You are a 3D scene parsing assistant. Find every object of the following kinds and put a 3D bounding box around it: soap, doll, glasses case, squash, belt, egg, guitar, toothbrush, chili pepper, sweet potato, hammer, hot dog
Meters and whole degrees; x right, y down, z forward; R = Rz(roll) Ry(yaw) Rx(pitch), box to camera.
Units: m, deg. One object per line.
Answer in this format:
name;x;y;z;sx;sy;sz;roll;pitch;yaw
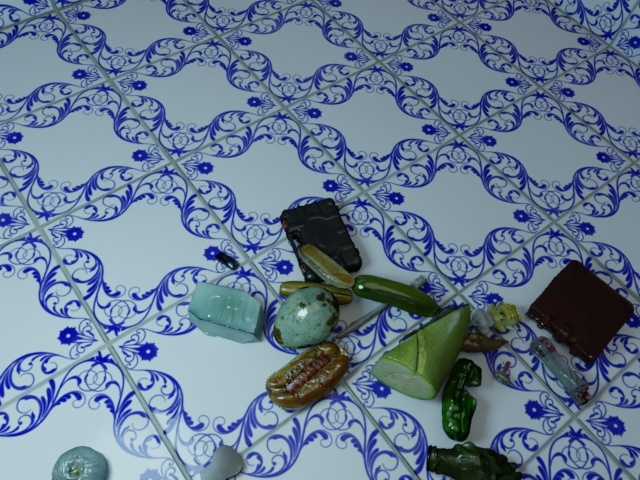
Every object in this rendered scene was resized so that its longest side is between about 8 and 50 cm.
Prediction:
soap;-0.279;0.221;1.687;0.230;0.091;0.145;11;59;2
doll;0.558;0.249;1.766;0.162;0.062;0.106;-12;56;-11
glasses case;-0.014;0.166;1.751;0.234;0.079;0.064;7;68;-1
squash;0.254;0.179;1.736;0.331;0.087;0.087;20;59;-1
belt;0.737;0.395;1.690;0.053;0.071;0.232;-24;64;-26
egg;-0.046;0.234;1.646;0.231;0.169;0.169;-41;65;15
guitar;-0.304;0.651;1.463;0.088;0.025;0.233;38;62;15
toothbrush;0.200;0.214;1.773;0.375;0.028;0.037;-31;61;-22
chili pepper;0.406;0.460;1.616;0.099;0.083;0.253;21;55;6
sweet potato;0.486;0.317;1.717;0.205;0.068;0.060;3;17;-5
glasses case;-0.307;0.065;1.816;0.083;0.023;0.033;31;63;13
hammer;0.565;0.402;1.697;0.052;0.031;0.083;35;51;12
squash;0.314;0.284;1.621;0.210;0.234;0.309;27;62;8
hot dog;-0.033;0.396;1.614;0.268;0.075;0.144;-30;63;-24

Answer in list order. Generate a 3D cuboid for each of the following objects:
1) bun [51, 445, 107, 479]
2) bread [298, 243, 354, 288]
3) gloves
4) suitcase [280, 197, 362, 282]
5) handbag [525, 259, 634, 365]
bun;-0.626;0.603;1.428;0.140;0.083;0.141;4;60;-6
bread;0.014;0.089;1.740;0.214;0.053;0.073;37;51;19
gloves;0.420;0.620;1.511;0.268;0.107;0.135;8;89;-3
suitcase;0.000;0.000;1.861;0.206;0.066;0.286;-16;62;-15
handbag;0.844;0.230;1.799;0.275;0.084;0.260;-38;72;-23
